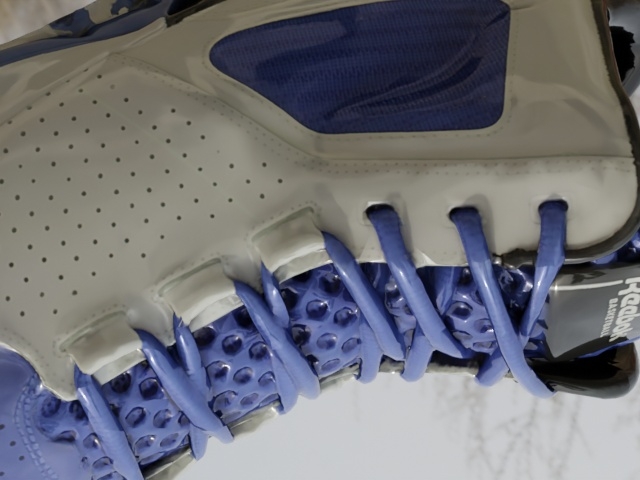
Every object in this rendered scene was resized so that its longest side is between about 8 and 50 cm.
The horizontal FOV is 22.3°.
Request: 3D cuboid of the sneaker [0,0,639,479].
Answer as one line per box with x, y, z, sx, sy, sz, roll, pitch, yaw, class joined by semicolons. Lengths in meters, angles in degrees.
0.001;-0.001;0.474;0.182;0.127;0.315;30;-118;28;sneaker
